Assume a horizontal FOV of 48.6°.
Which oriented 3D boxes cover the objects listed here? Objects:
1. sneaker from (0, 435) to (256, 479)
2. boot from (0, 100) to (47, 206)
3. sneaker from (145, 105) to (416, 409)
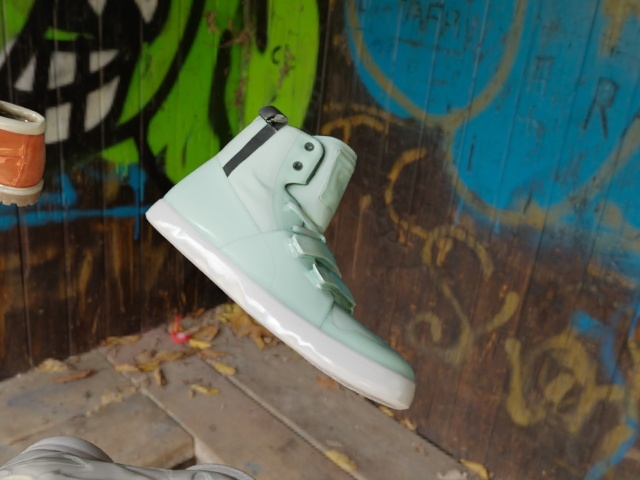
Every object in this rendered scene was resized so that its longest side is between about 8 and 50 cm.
[{"bbox_3d":[-0.180,0.263,0.641,0.305,0.114,0.152,4,1,16],"label":"sneaker"},{"bbox_3d":[-0.303,-0.093,0.582,0.158,0.084,0.059,16,32,-14],"label":"boot"},{"bbox_3d":[0.000,0.000,0.528,0.256,0.151,0.094,39,-8,24],"label":"sneaker"}]
